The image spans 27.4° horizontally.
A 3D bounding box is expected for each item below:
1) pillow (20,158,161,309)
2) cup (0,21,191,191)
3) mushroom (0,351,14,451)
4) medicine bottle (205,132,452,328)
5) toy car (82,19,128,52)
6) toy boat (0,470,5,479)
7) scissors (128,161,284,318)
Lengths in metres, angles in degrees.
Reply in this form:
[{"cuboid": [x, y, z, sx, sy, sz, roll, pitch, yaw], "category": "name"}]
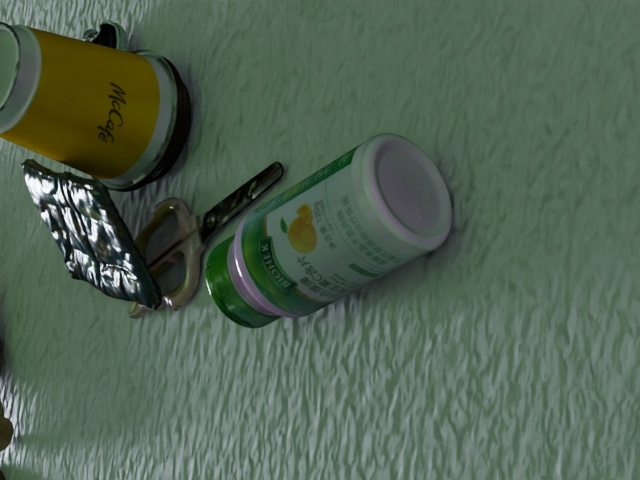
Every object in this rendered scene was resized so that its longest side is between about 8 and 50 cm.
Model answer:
[{"cuboid": [-0.300, -0.008, 1.697, 0.256, 0.034, 0.188, 14, 130, 53], "category": "pillow"}, {"cuboid": [-0.313, -0.178, 1.693, 0.196, 0.280, 0.196, -13, 70, 39], "category": "cup"}, {"cuboid": [-0.537, 0.157, 1.949, 0.095, 0.123, 0.351, -54, 49, 41], "category": "mushroom"}, {"cuboid": [0.000, 0.000, 1.400, 0.274, 0.133, 0.133, -30, 58, 40], "category": "medicine bottle"}, {"cuboid": [-0.336, -0.225, 1.894, 0.205, 0.056, 0.095, -50, 47, 21], "category": "toy car"}, {"cuboid": [-0.494, 0.352, 1.884, 0.172, 0.066, 0.065, 39, 110, 47], "category": "toy boat"}, {"cuboid": [-0.152, -0.014, 1.651, 0.317, 0.024, 0.160, -36, 53, 35], "category": "scissors"}]
